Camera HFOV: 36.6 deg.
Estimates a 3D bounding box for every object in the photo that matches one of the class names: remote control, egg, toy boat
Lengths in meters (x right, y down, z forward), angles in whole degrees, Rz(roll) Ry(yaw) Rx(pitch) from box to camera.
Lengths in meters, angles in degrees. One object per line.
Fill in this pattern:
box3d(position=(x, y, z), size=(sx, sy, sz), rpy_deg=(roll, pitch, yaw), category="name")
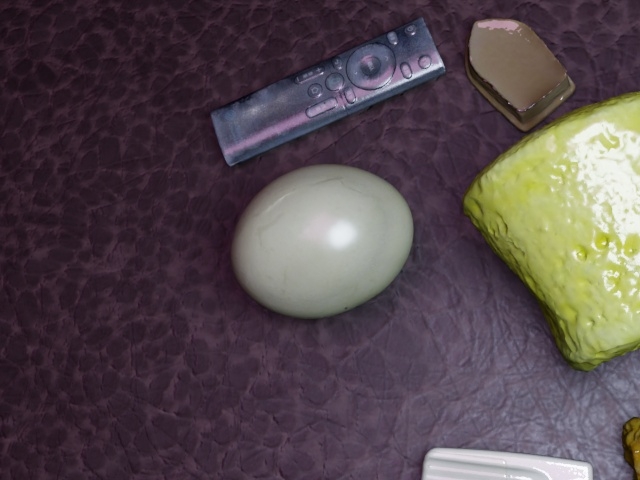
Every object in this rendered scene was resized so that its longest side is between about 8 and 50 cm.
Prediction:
box3d(position=(0.253, 0.333, 1.320), size=(0.230, 0.049, 0.090), rpy_deg=(3, 79, 15), category="remote control")
box3d(position=(0.000, 0.000, 1.391), size=(0.269, 0.219, 0.219), rpy_deg=(-22, 71, 3), category="egg")
box3d(position=(0.008, -0.237, 1.546), size=(0.378, 0.044, 0.107), rpy_deg=(-23, 74, 9), category="remote control")
box3d(position=(0.287, -0.267, 1.466), size=(0.116, 0.061, 0.188), rpy_deg=(-40, 69, 2), category="toy boat")

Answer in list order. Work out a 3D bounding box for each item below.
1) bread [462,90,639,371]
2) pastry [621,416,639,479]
box3d(position=(0.378, -0.016, 1.231), size=(0.348, 0.348, 0.307), rpy_deg=(-22, 75, 9), category="bread")
box3d(position=(0.503, 0.279, 1.221), size=(0.235, 0.132, 0.240), rpy_deg=(2, 75, 15), category="pastry")
